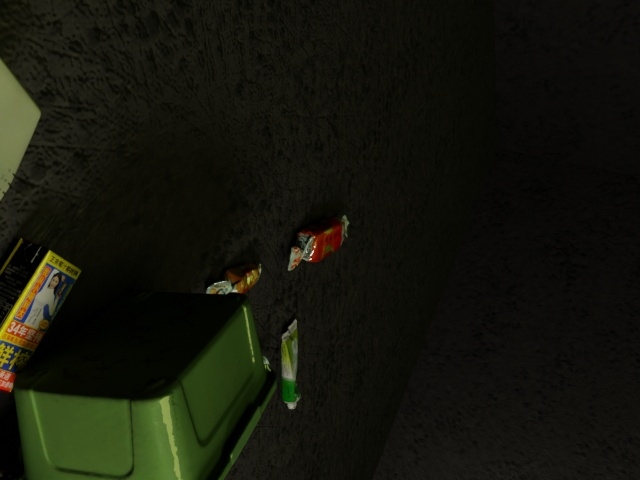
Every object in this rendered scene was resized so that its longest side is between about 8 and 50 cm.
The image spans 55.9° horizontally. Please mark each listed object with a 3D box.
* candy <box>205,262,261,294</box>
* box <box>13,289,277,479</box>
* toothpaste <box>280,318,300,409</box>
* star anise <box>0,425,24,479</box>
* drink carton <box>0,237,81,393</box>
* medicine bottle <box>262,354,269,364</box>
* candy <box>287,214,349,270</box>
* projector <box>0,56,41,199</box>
[{"bbox_3d":[-0.153,0.076,1.147,0.182,0.046,0.053,-22,126,-63],"label":"candy"},{"bbox_3d":[-0.218,0.191,0.791,0.329,0.252,0.178,-57,147,-65],"label":"box"},{"bbox_3d":[-0.074,0.314,1.479,0.078,0.046,0.248,-46,142,-53],"label":"toothpaste"},{"bbox_3d":[-0.407,0.289,0.722,0.212,0.053,0.157,6,103,-65],"label":"star anise"},{"bbox_3d":[-0.357,0.086,0.702,0.071,0.056,0.166,69,43,-66],"label":"drink carton"},{"bbox_3d":[-0.168,0.260,1.228,0.191,0.051,0.051,20,86,-67],"label":"medicine bottle"},{"bbox_3d":[-0.001,-0.001,1.413,0.292,0.059,0.086,-28,127,-59],"label":"candy"},{"bbox_3d":[-0.376,-0.065,0.519,0.270,0.088,0.194,-61,154,-25],"label":"projector"}]
